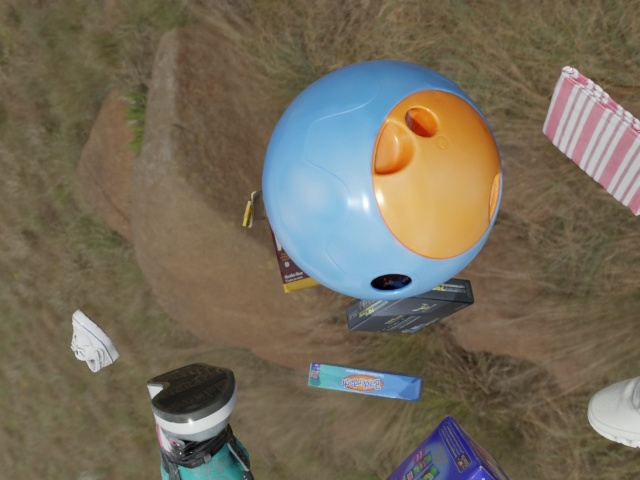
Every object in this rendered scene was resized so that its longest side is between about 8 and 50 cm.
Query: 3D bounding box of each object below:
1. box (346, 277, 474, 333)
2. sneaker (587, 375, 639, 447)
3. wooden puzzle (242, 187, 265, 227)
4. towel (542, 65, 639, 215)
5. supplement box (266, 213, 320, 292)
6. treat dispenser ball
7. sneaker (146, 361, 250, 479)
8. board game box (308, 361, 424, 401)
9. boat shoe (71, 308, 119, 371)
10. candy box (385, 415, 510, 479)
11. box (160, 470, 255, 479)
[{"bbox_3d":[0.191,0.144,1.473,0.233,0.183,0.059,-40,49,51],"label":"box"},{"bbox_3d":[0.460,0.186,0.829,0.118,0.110,0.292,39,140,-25],"label":"sneaker"},{"bbox_3d":[-0.121,-0.066,1.285,0.014,0.116,0.078,14,101,16],"label":"wooden puzzle"},{"bbox_3d":[0.386,-0.132,0.903,0.197,0.029,0.144,49,168,23],"label":"towel"},{"bbox_3d":[0.000,0.000,1.496,0.129,0.191,0.194,-16,85,29],"label":"supplement box"},{"bbox_3d":[0.074,-0.072,0.817,0.288,0.288,0.288,30,136,34],"label":"treat dispenser ball"},{"bbox_3d":[-0.154,0.265,0.865,0.295,0.124,0.178,166,86,-72],"label":"sneaker"},{"bbox_3d":[0.094,0.275,1.317,0.210,0.160,0.047,6,82,12],"label":"board game box"},{"bbox_3d":[-0.576,0.262,1.678,0.095,0.084,0.258,34,154,23],"label":"boat shoe"},{"bbox_3d":[0.135,0.433,0.971,0.122,0.317,0.268,46,-178,2],"label":"candy box"},{"bbox_3d":[-0.192,0.398,1.006,0.147,0.180,0.077,-11,104,66],"label":"box"}]
